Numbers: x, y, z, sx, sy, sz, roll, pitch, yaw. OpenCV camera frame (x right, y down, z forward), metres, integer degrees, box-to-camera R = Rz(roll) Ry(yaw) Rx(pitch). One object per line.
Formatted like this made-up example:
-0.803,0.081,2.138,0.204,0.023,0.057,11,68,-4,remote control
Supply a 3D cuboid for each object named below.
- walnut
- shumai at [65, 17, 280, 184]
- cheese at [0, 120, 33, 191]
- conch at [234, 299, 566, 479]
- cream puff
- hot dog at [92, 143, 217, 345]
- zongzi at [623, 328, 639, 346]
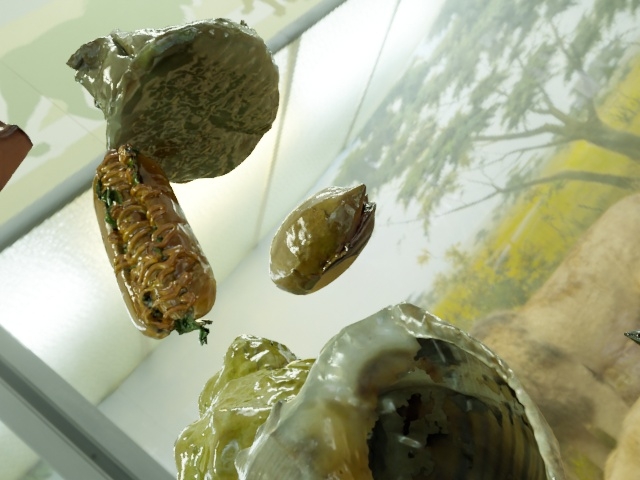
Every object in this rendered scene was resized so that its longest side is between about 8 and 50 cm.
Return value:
0.000,0.000,0.973,0.245,0.137,0.137,-47,-4,34,walnut
-0.144,-0.151,0.604,0.201,0.120,0.201,-26,-29,-16,shumai
-0.425,-0.118,0.660,0.203,0.177,0.128,-13,47,63,cheese
0.076,0.187,0.438,0.186,0.324,0.263,11,-84,-44,conch
-0.027,0.247,0.793,0.274,0.323,0.269,-29,45,26,cream puff
-0.138,0.000,0.478,0.072,0.188,0.055,-30,-26,-2,hot dog
0.424,0.133,0.725,0.083,0.073,0.067,-22,-23,8,zongzi
